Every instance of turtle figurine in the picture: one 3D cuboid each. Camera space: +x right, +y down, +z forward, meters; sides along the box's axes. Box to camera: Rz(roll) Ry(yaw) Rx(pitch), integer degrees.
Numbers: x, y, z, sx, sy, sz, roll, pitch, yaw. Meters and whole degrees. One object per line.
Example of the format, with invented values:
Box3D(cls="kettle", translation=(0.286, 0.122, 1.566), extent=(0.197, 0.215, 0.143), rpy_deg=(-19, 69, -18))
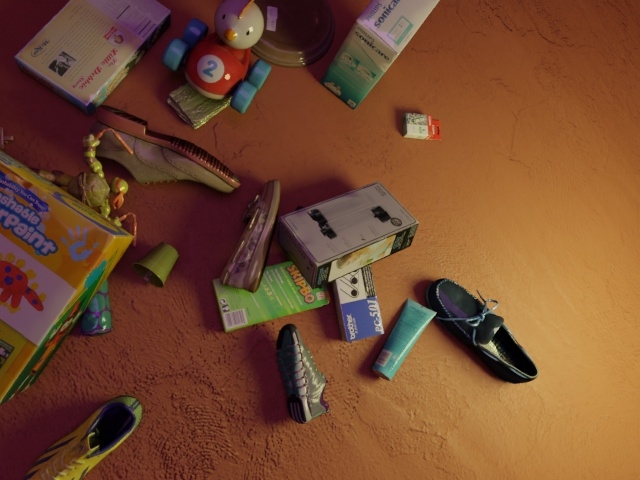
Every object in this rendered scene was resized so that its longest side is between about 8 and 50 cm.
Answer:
Box3D(cls="turtle figurine", translation=(-0.503, -0.096, 1.146), extent=(0.218, 0.087, 0.269), rpy_deg=(-5, 113, -2))

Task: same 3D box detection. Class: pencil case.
Box3D(cls="pencil case", translation=(-0.484, 0.127, 1.138), extent=(0.070, 0.064, 0.151), rpy_deg=(-7, 80, -30))

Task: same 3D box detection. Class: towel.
Box3D(cls="towel", translation=(-0.290, -0.348, 1.314), extent=(0.148, 0.027, 0.110), rpy_deg=(-42, 90, -19))

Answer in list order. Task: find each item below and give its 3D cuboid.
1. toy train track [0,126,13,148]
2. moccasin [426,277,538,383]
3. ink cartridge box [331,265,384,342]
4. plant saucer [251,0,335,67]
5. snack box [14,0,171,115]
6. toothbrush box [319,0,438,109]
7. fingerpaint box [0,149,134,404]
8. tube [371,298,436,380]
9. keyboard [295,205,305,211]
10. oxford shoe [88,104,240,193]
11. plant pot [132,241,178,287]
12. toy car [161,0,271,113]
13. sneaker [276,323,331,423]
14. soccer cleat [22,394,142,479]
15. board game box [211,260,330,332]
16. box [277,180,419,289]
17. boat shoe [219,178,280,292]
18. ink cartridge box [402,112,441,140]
Box3D(cls="toy train track", translation=(-0.717, -0.223, 1.174), extent=(0.083, 0.014, 0.048), rpy_deg=(-3, 86, -11))
Box3D(cls="moccasin", translation=(0.419, 0.216, 1.346), extent=(0.342, 0.117, 0.137), rpy_deg=(41, 71, -4))
Box3D(cls="ink cartridge box", translation=(0.083, 0.132, 1.295), extent=(0.097, 0.046, 0.207), rpy_deg=(-10, 89, -17))
Box3D(cls="plant saucer", translation=(-0.090, -0.592, 1.417), extent=(0.278, 0.041, 0.277), rpy_deg=(3, 79, -15))
Box3D(cls="snack box", translation=(-0.521, -0.471, 1.257), extent=(0.187, 0.060, 0.322), rpy_deg=(35, 71, -6))
Box3D(cls="toothbrush box", translation=(0.140, -0.492, 1.325), extent=(0.126, 0.295, 0.216), rpy_deg=(37, 71, -5))
Box3D(cls="fingerpaint box", translation=(-0.658, 0.021, 1.015), extent=(0.445, 0.163, 0.371), rpy_deg=(33, 87, -4))
Box3D(cls="tube", translation=(0.199, 0.241, 1.313), extent=(0.080, 0.052, 0.207), rpy_deg=(28, 70, 22))
Box3D(cls="keyboard", translation=(0.000, 0.000, 1.324), extent=(0.180, 0.023, 0.108), rpy_deg=(30, 72, -7))
Box3D(cls="oxford shoe", translation=(-0.357, -0.178, 1.233), extent=(0.348, 0.123, 0.130), rpy_deg=(26, 101, -12))
Box3D(cls="plant pot", translation=(-0.358, 0.048, 1.189), extent=(0.083, 0.083, 0.079), rpy_deg=(36, 58, -6))
Box3D(cls="toy car", translation=(-0.205, -0.463, 1.228), extent=(0.219, 0.238, 0.210), rpy_deg=(30, 47, -11))
Box3D(cls="sneaker", translation=(-0.036, 0.298, 1.234), extent=(0.098, 0.083, 0.223), rpy_deg=(-5, 84, -38))
Box3D(cls="soccer cleat", translation=(-0.475, 0.417, 1.048), extent=(0.289, 0.121, 0.093), rpy_deg=(-43, 92, -19))
Box3D(cls="board game box", translation=(-0.113, 0.121, 1.260), extent=(0.260, 0.039, 0.124), rpy_deg=(-13, 82, -15))
Box3D(cls="box", translation=(0.062, -0.020, 1.260), extent=(0.290, 0.087, 0.169), rpy_deg=(-23, 55, -27))
Box3D(cls="boat shoe", translation=(-0.153, -0.023, 1.234), extent=(0.089, 0.104, 0.285), rpy_deg=(13, 63, 0))
Box3D(cls="ink cartridge box", translation=(0.283, -0.311, 1.466), extent=(0.115, 0.029, 0.062), rpy_deg=(2, 77, -15))
